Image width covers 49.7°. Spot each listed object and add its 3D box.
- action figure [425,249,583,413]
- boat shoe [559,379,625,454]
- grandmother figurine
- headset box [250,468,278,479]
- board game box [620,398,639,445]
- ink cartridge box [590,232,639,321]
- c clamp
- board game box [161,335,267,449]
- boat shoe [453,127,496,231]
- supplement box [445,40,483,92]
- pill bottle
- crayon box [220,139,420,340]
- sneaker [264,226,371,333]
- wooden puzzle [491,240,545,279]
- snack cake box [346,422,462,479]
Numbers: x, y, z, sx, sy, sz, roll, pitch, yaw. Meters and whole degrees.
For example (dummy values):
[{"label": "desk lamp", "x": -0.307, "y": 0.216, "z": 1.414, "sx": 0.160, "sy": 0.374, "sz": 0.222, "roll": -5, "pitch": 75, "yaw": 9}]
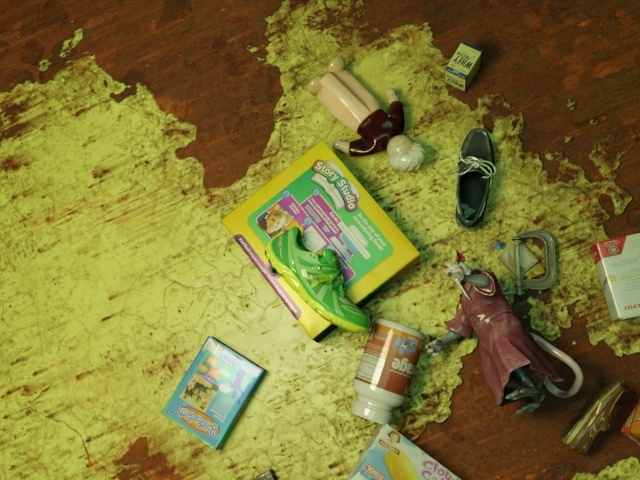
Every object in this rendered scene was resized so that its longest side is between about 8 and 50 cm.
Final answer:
[{"label": "action figure", "x": 0.378, "y": 0.165, "z": 1.472, "sx": 0.276, "sy": 0.248, "sz": 0.370, "roll": -8, "pitch": 56, "yaw": -18}, {"label": "boat shoe", "x": 0.588, "y": 0.376, "z": 1.470, "sx": 0.060, "sy": 0.064, "sz": 0.178, "roll": 40, "pitch": 92, "yaw": 10}, {"label": "grandmother figurine", "x": 0.117, "y": -0.287, "z": 1.678, "sx": 0.208, "sy": 0.104, "sz": 0.342, "roll": -47, "pitch": 72, "yaw": 6}, {"label": "headset box", "x": -0.119, "y": 0.566, "z": 1.553, "sx": 0.062, "sy": 0.032, "sz": 0.083, "roll": -29, "pitch": 73, "yaw": 2}, {"label": "board game box", "x": 0.855, "y": 0.320, "z": 1.285, "sx": 0.356, "sy": 0.356, "sz": 0.356, "roll": 33, "pitch": 84, "yaw": 14}, {"label": "ink cartridge box", "x": 0.683, "y": 0.080, "z": 1.514, "sx": 0.128, "sy": 0.072, "sz": 0.175, "roll": -12, "pitch": 76, "yaw": 6}, {"label": "c clamp", "x": 0.467, "y": 0.050, "z": 1.568, "sx": 0.137, "sy": 0.022, "sz": 0.160, "roll": 6, "pitch": 76, "yaw": 7}, {"label": "board game box", "x": -0.247, "y": 0.353, "z": 1.614, "sx": 0.160, "sy": 0.047, "sz": 0.210, "roll": 30, "pitch": 83, "yaw": 14}, {"label": "boat shoe", "x": 0.358, "y": -0.150, "z": 1.616, "sx": 0.095, "sy": 0.079, "sz": 0.254, "roll": 11, "pitch": 79, "yaw": 12}, {"label": "supplement box", "x": 0.347, "y": -0.420, "z": 1.677, "sx": 0.056, "sy": 0.083, "sz": 0.083, "roll": 30, "pitch": 85, "yaw": 15}, {"label": "pill bottle", "x": 0.144, "y": 0.291, "z": 1.528, "sx": 0.121, "sy": 0.121, "sz": 0.216, "roll": 17, "pitch": 81, "yaw": 12}, {"label": "crayon box", "x": 0.000, "y": 0.000, "z": 1.626, "sx": 0.313, "sy": 0.106, "sz": 0.363, "roll": -38, "pitch": 75, "yaw": -2}, {"label": "sneaker", "x": 0.005, "y": 0.083, "z": 1.495, "sx": 0.123, "sy": 0.109, "sz": 0.295, "roll": -46, "pitch": 77, "yaw": 1}, {"label": "wooden puzzle", "x": 0.454, "y": 0.044, "z": 1.591, "sx": 0.079, "sy": 0.014, "sz": 0.116, "roll": -32, "pitch": 75, "yaw": -4}, {"label": "snack cake box", "x": 0.194, "y": 0.524, "z": 1.425, "sx": 0.264, "sy": 0.089, "sz": 0.152, "roll": 36, "pitch": 41, "yaw": 5}]
